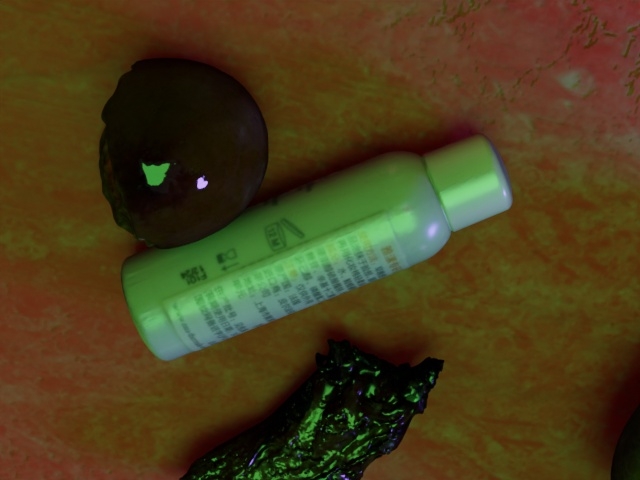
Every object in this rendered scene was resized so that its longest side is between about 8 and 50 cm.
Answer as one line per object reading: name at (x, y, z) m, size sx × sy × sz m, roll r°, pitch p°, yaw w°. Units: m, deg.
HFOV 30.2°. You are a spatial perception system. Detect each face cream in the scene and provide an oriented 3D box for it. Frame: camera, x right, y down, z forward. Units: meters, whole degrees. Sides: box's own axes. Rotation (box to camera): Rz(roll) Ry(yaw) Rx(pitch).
face cream at (0.000, 0.000, 0.814) m, size 0.269 × 0.082 × 0.082 m, roll -22°, pitch 114°, yaw 5°

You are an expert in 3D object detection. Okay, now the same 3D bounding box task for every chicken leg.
chicken leg at (-0.009, 0.150, 0.892) m, size 0.234 × 0.063 × 0.105 m, roll -41°, pitch 106°, yaw 15°

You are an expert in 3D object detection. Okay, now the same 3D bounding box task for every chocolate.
chocolate at (-0.097, -0.052, 0.755) m, size 0.127 × 0.133 × 0.124 m, roll -30°, pitch 117°, yaw 12°

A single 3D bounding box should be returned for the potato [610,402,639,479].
potato at (0.331, 0.144, 0.865) m, size 0.251 × 0.159 × 0.174 m, roll -50°, pitch 132°, yaw 8°
